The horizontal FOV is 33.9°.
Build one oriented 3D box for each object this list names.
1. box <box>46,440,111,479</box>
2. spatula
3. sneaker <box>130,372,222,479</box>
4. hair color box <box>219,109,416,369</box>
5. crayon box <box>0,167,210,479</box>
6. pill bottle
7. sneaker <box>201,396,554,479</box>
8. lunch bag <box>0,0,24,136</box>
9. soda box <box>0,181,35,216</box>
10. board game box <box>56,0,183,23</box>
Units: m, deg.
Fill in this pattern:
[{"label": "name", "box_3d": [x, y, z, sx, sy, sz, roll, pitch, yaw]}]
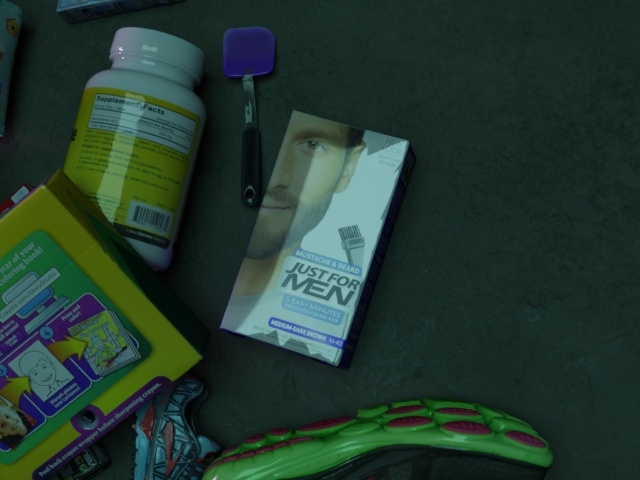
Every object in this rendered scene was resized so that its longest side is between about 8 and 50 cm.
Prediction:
[{"label": "box", "box_3d": [-0.441, 0.309, 1.583, 0.184, 0.045, 0.190, -36, 76, 5]}, {"label": "spatula", "box_3d": [-0.108, -0.195, 1.619, 0.084, 0.030, 0.296, -4, 80, 7]}, {"label": "sneaker", "box_3d": [-0.205, 0.319, 1.512, 0.125, 0.104, 0.261, -4, 80, 7]}, {"label": "hair color box", "box_3d": [0.000, 0.000, 1.530, 0.185, 0.110, 0.338, 16, 82, 13]}, {"label": "crayon box", "box_3d": [-0.391, 0.135, 1.438, 0.363, 0.106, 0.313, -38, 103, 11]}, {"label": "pill bottle", "box_3d": [-0.277, -0.134, 1.558, 0.188, 0.188, 0.333, 12, 82, 11]}, {"label": "sneaker", "box_3d": [0.081, 0.341, 1.445, 0.483, 0.185, 0.202, -12, 97, 11]}, {"label": "lunch bag", "box_3d": [-0.627, -0.289, 1.662, 0.262, 0.160, 0.223, 7, 85, 22]}, {"label": "soda box", "box_3d": [-0.506, 0.036, 1.615, 0.263, 0.092, 0.083, -43, 76, 0]}, {"label": "board game box", "box_3d": [-0.344, -0.439, 1.687, 0.194, 0.060, 0.194, -23, 77, 4]}]
